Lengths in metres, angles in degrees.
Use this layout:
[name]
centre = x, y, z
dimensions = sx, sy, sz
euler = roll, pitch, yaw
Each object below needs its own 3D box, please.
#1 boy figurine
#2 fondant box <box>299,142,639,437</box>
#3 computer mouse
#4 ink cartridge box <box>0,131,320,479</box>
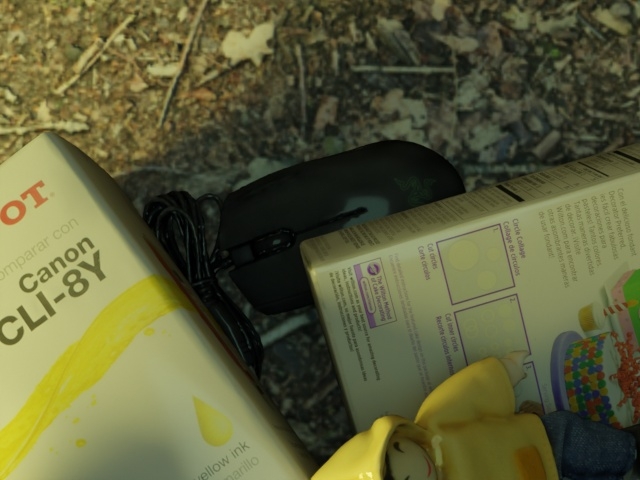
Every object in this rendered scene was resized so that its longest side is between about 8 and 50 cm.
[boy figurine]
centre = 0.127, 0.160, 0.837
dimensions = 0.285, 0.092, 0.177
euler = 11, 68, -27
[fondant box]
centre = 0.174, 0.075, 0.960
dimensions = 0.330, 0.096, 0.238
euler = -16, 104, -3
[computer mouse]
centre = 0.000, 0.000, 1.007
dimensions = 0.272, 0.072, 0.188
euler = -23, 84, -4
[ink cartridge box]
centre = -0.188, 0.156, 0.904
dimensions = 0.279, 0.160, 0.384
euler = -37, 77, -2
